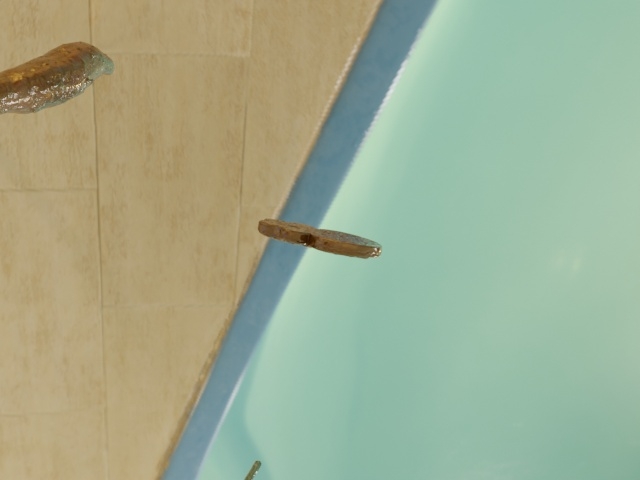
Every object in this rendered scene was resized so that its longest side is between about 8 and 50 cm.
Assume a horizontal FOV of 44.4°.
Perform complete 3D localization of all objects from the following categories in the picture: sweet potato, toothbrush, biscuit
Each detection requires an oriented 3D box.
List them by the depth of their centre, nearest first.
[{"bbox_3d":[-0.105,0.302,0.867,0.011,0.167,0.014,-20,109,33],"label":"toothbrush"},{"bbox_3d":[-0.333,-0.195,0.964,0.072,0.314,0.066,10,119,13],"label":"sweet potato"},{"bbox_3d":[0.000,0.000,1.096,0.175,0.124,0.026,13,97,9],"label":"biscuit"}]
